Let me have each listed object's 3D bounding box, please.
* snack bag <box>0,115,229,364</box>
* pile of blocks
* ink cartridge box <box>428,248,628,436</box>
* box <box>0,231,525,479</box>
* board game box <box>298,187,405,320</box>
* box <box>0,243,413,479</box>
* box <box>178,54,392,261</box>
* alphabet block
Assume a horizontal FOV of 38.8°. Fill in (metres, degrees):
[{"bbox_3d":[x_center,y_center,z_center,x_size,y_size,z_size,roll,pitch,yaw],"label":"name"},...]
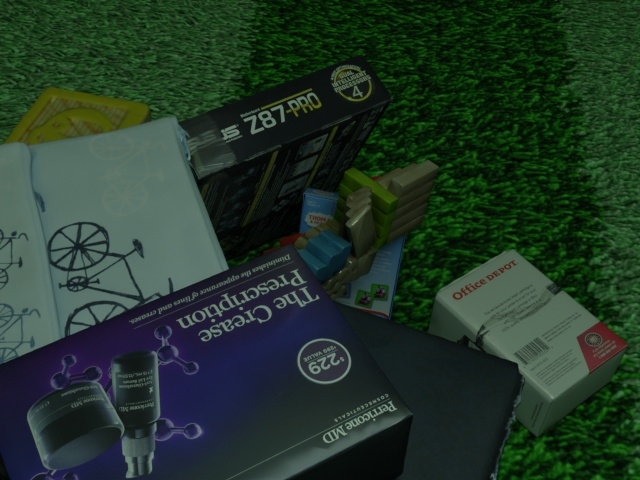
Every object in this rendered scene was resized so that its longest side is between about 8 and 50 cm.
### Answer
[{"bbox_3d":[-0.257,0.007,0.837,0.342,0.037,0.323,-12,47,-15],"label":"snack bag"},{"bbox_3d":[0.000,0.000,1.217,0.112,0.149,0.362,36,69,26],"label":"pile of blocks"},{"bbox_3d":[0.304,0.146,1.361,0.172,0.100,0.237,-27,54,-28],"label":"ink cartridge box"},{"bbox_3d":[-0.097,0.287,0.925,0.480,0.472,0.297,18,46,14],"label":"box"},{"bbox_3d":[0.040,0.037,1.376,0.160,0.211,0.039,11,22,6],"label":"board game box"},{"bbox_3d":[-0.092,0.138,0.670,0.261,0.103,0.184,-23,57,-20],"label":"box"},{"bbox_3d":[-0.097,-0.089,1.366,0.318,0.395,0.097,-27,76,-26],"label":"box"},{"bbox_3d":[-0.390,-0.109,1.498,0.192,0.197,0.193,10,45,5],"label":"alphabet block"}]
